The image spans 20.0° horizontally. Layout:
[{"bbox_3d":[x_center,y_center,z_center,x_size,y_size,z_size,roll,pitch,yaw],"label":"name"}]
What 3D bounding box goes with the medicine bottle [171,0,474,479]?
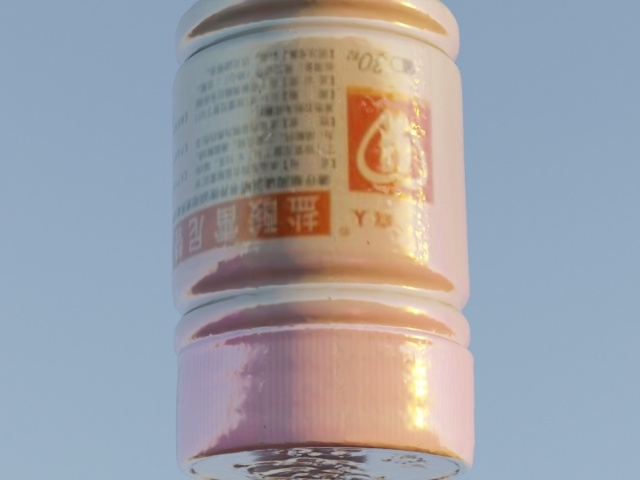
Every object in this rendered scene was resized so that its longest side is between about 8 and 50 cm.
[{"bbox_3d":[0.000,0.000,1.219,0.202,0.316,0.202,-1,-17,0],"label":"medicine bottle"}]
